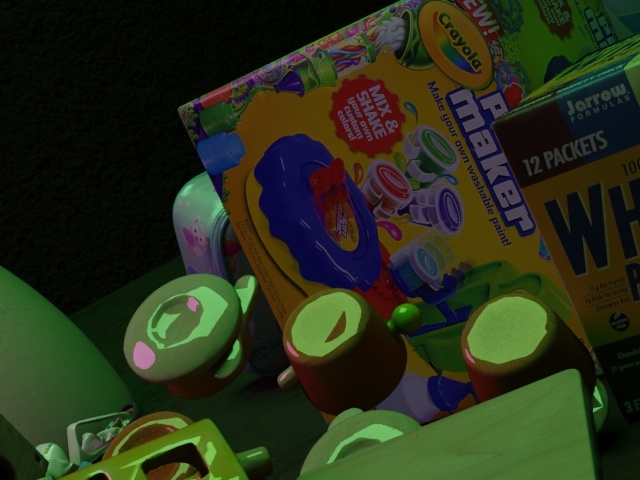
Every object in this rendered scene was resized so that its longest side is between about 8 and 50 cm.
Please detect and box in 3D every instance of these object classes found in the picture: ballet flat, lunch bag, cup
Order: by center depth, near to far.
[{"bbox_3d":[-0.223,0.205,1.424,0.074,0.074,0.203,-19,9,44],"label":"ballet flat"},{"bbox_3d":[0.000,0.000,1.604,0.279,0.224,0.108,-27,31,-25],"label":"lunch bag"},{"bbox_3d":[-0.403,0.156,1.761,0.331,0.237,0.331,-24,7,3],"label":"cup"}]

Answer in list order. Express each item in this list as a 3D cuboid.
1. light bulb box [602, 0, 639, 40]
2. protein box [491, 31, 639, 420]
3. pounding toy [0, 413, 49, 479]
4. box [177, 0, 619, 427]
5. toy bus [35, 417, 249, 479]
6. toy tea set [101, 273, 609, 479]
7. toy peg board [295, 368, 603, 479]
[{"bbox_3d":[0.296,-0.208,1.299,0.358,0.361,0.225,-8,17,40],"label":"light bulb box"},{"bbox_3d":[0.236,-0.030,0.986,0.136,0.201,0.200,-21,7,31],"label":"protein box"},{"bbox_3d":[-0.293,0.246,1.289,0.181,0.094,0.206,-22,34,23],"label":"pounding toy"},{"bbox_3d":[0.098,-0.037,1.176,0.279,0.290,0.177,-21,7,36],"label":"box"},{"bbox_3d":[-0.120,0.167,0.794,0.191,0.104,0.202,4,35,22],"label":"toy bus"},{"bbox_3d":[0.014,0.128,0.990,0.336,0.124,0.200,-1,53,29],"label":"toy tea set"},{"bbox_3d":[0.069,0.159,0.747,0.161,0.079,0.160,-24,22,15],"label":"toy peg board"}]
